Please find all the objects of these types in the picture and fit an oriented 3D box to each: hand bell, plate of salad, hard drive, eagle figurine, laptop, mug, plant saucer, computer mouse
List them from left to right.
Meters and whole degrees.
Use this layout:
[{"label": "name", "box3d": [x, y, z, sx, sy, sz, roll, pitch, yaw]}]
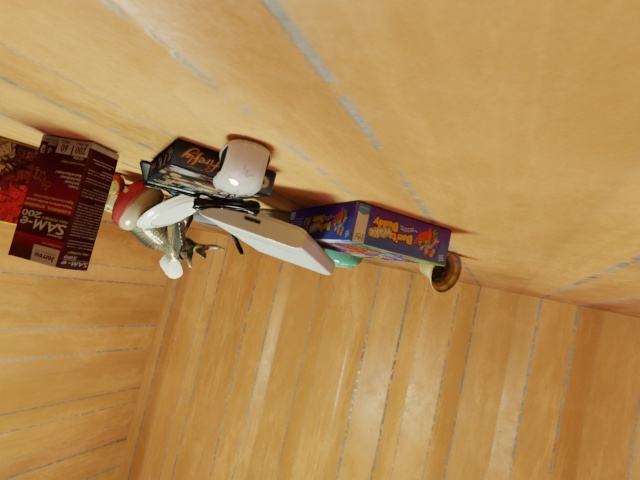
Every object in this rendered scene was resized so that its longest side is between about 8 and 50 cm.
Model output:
[{"label": "eagle figurine", "box3d": [-0.501, -0.030, 1.381, 0.226, 0.225, 0.298, -27, 155, 5]}, {"label": "plate of salad", "box3d": [-0.392, -0.089, 1.101, 0.199, 0.048, 0.200, -28, 175, -3]}, {"label": "laptop", "box3d": [-0.360, -0.052, 1.324, 0.136, 0.264, 0.234, -24, -178, -9]}, {"label": "computer mouse", "box3d": [-0.124, -0.079, 0.599, 0.106, 0.042, 0.193, 10, 157, -17]}, {"label": "hard drive", "box3d": [-0.103, 0.002, 0.977, 0.233, 0.047, 0.353, 19, 171, 15]}, {"label": "plant saucer", "box3d": [-0.062, -0.043, 1.260, 0.277, 0.041, 0.278, 12, 175, 1]}, {"label": "mug", "box3d": [0.074, 0.038, 1.399, 0.129, 0.097, 0.157, 5, -179, -18]}, {"label": "hand bell", "box3d": [0.315, 0.063, 1.326, 0.126, 0.126, 0.242, 16, -172, -33]}]

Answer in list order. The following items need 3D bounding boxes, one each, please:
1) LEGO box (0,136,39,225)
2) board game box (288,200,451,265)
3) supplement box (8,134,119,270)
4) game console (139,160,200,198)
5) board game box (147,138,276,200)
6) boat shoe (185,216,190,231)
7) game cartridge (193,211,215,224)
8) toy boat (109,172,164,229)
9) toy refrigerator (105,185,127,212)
[{"label": "LEGO box", "box3d": [-0.856, -0.149, 1.147, 0.372, 0.193, 0.500, 15, 175, -33]}, {"label": "board game box", "box3d": [0.090, -0.013, 0.959, 0.233, 0.078, 0.347, 15, 175, -24]}, {"label": "supplement box", "box3d": [-0.492, -0.072, 0.798, 0.130, 0.239, 0.073, 11, 175, 17]}, {"label": "game console", "box3d": [-0.317, -0.142, 0.906, 0.122, 0.071, 0.107, 14, -155, -7]}, {"label": "board game box", "box3d": [-0.204, -0.114, 0.741, 0.165, 0.042, 0.243, 15, 175, -29]}, {"label": "boat shoe", "box3d": [-0.578, -0.091, 1.695, 0.098, 0.109, 0.302, 24, 166, -13]}, {"label": "game cartridge", "box3d": [-0.379, -0.070, 1.721, 0.196, 0.060, 0.294, 15, 177, 23]}, {"label": "toy boat", "box3d": [-0.531, -0.122, 1.134, 0.151, 0.151, 0.231, 47, 161, -22]}, {"label": "toy refrigerator", "box3d": [-0.655, -0.113, 1.430, 0.102, 0.094, 0.269, 11, 166, 21]}]
